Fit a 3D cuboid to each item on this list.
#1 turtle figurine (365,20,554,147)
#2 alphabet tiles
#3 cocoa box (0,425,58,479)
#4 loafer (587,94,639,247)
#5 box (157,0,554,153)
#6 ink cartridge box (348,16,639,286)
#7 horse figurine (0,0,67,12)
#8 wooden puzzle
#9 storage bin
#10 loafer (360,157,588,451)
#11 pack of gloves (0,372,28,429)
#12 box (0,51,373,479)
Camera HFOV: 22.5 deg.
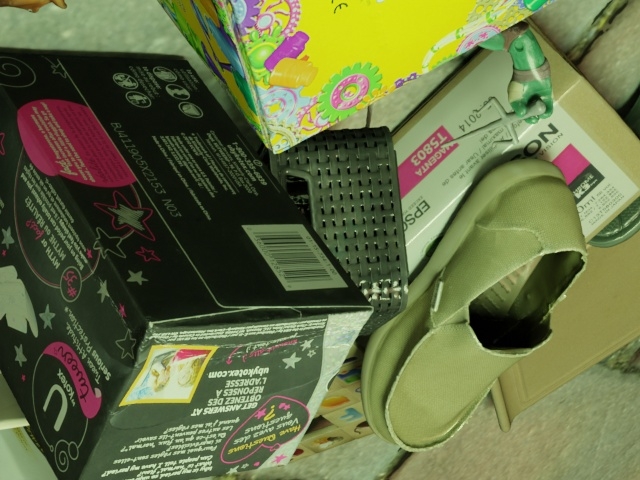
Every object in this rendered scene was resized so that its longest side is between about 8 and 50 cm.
[{"bbox_3d":[0.095,-0.153,1.072,0.175,0.118,0.234,5,149,-31],"label":"turtle figurine"},{"bbox_3d":[0.027,0.126,1.348,0.237,0.009,0.198,-22,151,16],"label":"alphabet tiles"},{"bbox_3d":[-0.222,0.309,1.126,0.231,0.347,0.228,-36,145,-1],"label":"cocoa box"},{"bbox_3d":[0.311,-0.100,1.365,0.267,0.096,0.084,-44,165,8],"label":"loafer"},{"bbox_3d":[-0.039,-0.251,0.710,0.177,0.279,0.290,-30,145,-10],"label":"box"},{"bbox_3d":[0.133,-0.037,1.269,0.235,0.088,0.193,-43,146,11],"label":"ink cartridge box"},{"bbox_3d":[-0.203,-0.189,0.814,0.174,0.066,0.263,-11,145,-18],"label":"horse figurine"},{"bbox_3d":[0.242,0.055,1.514,0.239,0.044,0.221,-36,145,-11],"label":"wooden puzzle"},{"bbox_3d":[0.000,0.000,1.096,0.084,0.122,0.180,-5,171,-8],"label":"storage bin"},{"bbox_3d":[0.113,0.065,1.201,0.102,0.092,0.268,6,124,-28],"label":"loafer"},{"bbox_3d":[-0.161,0.062,1.061,0.232,0.195,0.046,-3,105,-40],"label":"pack of gloves"},{"bbox_3d":[-0.112,0.014,0.974,0.163,0.247,0.142,-2,133,-39],"label":"box"}]
